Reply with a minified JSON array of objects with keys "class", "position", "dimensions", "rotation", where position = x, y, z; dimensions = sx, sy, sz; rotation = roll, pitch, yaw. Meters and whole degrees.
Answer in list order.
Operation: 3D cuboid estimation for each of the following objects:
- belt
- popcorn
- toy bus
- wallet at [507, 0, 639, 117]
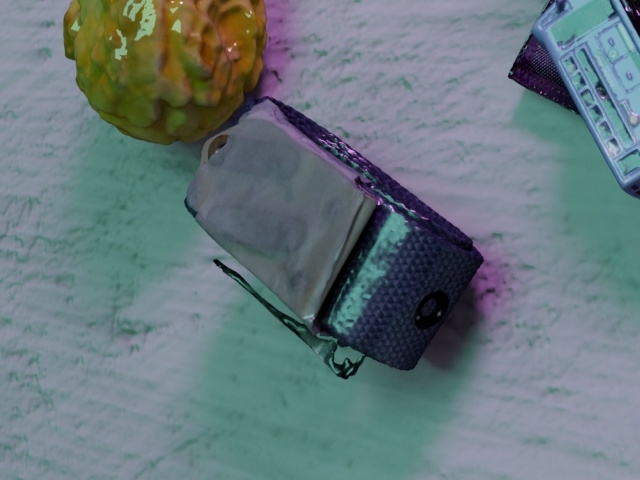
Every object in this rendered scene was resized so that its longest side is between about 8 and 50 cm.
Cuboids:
[{"class":"belt","position":[0.000,0.000,1.379],"dimensions":[0.230,0.139,0.126],"rotation":[41,102,41]},{"class":"popcorn","position":[-0.125,-0.162,1.545],"dimensions":[0.180,0.180,0.170],"rotation":[-46,6,20]},{"class":"toy bus","position":[0.188,-0.112,1.263],"dimensions":[0.076,0.073,0.167],"rotation":[-32,71,18]},{"class":"wallet","position":[0.202,-0.161,1.329],"dimensions":[0.111,0.030,0.166],"rotation":[33,98,44]}]
